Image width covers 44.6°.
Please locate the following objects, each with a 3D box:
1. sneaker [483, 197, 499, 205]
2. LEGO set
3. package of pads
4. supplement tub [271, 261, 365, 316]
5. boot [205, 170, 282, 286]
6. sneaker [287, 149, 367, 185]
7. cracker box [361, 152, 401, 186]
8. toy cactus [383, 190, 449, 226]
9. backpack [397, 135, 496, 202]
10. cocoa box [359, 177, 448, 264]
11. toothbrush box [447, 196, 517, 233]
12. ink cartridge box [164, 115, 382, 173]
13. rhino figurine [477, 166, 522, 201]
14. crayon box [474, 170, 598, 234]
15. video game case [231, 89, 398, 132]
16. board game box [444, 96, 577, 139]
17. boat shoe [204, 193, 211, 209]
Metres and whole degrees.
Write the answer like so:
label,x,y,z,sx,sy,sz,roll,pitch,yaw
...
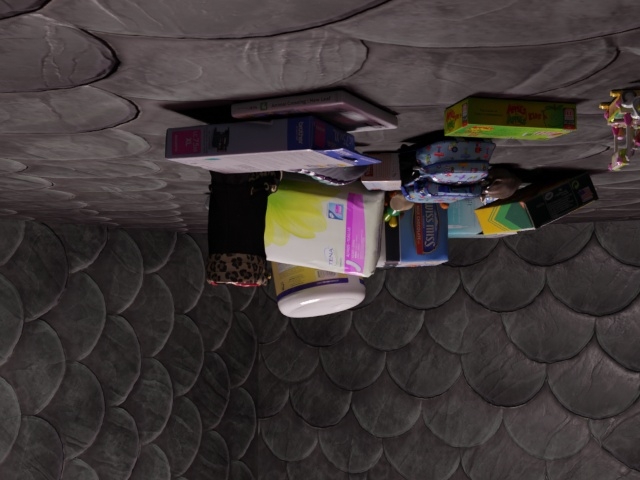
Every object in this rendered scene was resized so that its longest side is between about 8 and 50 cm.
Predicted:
label,x,y,z,sx,sy,sz,roll,pitch,yaw
sneaker,0.510,-0.126,2.310,0.059,0.053,0.144,-3,177,14
LEGO set,0.502,-0.159,1.198,0.132,0.107,0.287,-2,176,32
package of pads,0.002,-0.040,1.897,0.297,0.229,0.101,10,-146,12
supplement tub,-0.020,0.024,2.120,0.241,0.331,0.241,-10,164,-3
boot,-0.158,-0.046,1.634,0.138,0.284,0.377,0,176,3
sneaker,0.018,-0.157,1.508,0.224,0.083,0.098,3,171,-35
cracker box,0.211,-0.151,1.715,0.233,0.067,0.156,-1,177,8
toy cactus,0.216,-0.095,1.867,0.219,0.112,0.180,-24,-178,30
backpack,0.251,-0.140,1.500,0.158,0.116,0.173,1,174,-26
cocoa box,0.223,-0.044,2.153,0.228,0.231,0.347,-1,176,3
toothbrush box,0.474,-0.074,2.576,0.296,0.126,0.216,1,176,-4
ink cartridge box,-0.073,-0.154,1.283,0.311,0.065,0.186,1,178,24
rhino figurine,0.439,-0.136,1.920,0.106,0.073,0.243,-13,174,26
crayon box,0.544,-0.091,2.046,0.202,0.081,0.318,-24,-177,-16
video game case,-0.005,-0.199,1.249,0.194,0.023,0.212,-2,177,27
board game box,0.297,-0.189,1.227,0.182,0.043,0.092,0,176,-14
boat shoe,-0.175,-0.087,2.376,0.367,0.156,0.136,29,-168,18
